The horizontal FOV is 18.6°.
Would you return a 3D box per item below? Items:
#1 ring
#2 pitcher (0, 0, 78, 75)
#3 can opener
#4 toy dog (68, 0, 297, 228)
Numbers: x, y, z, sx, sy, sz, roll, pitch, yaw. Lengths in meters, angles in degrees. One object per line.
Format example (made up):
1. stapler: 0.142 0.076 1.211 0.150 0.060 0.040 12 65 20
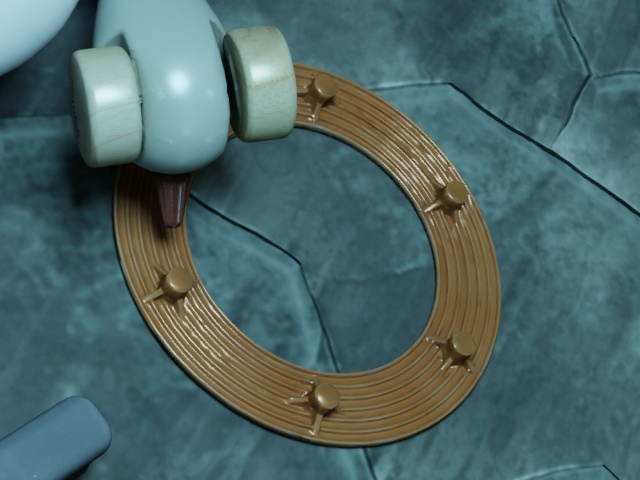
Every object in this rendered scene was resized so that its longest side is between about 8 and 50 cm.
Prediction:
1. ring: 0.000 0.000 1.518 0.336 0.032 0.336 13 58 -22
2. pitcher: -0.258 -0.138 1.336 0.207 0.178 0.125 -37 57 -11
3. can opener: -0.265 0.167 1.244 0.283 0.076 0.095 -33 83 -39
4. toy dog: -0.128 -0.140 1.454 0.220 0.161 0.333 7 40 -4
